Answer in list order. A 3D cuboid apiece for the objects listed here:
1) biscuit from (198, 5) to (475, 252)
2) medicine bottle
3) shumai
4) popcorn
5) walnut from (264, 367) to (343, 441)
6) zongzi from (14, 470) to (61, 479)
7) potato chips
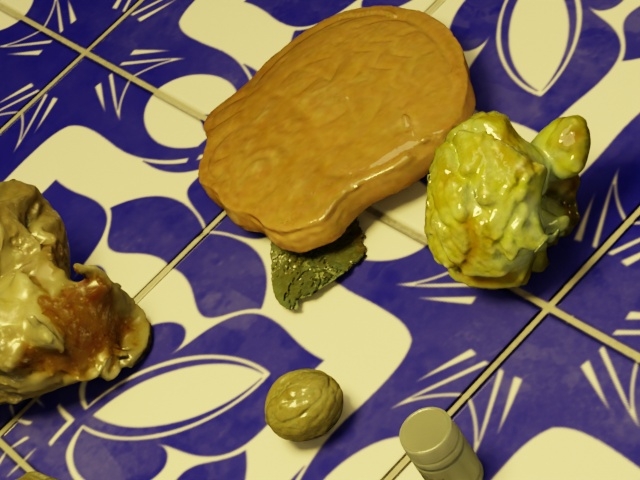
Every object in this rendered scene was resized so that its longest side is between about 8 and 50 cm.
[{"bbox_3d":[0.013,-0.158,2.140,0.365,0.062,0.385,-37,36,-5],"label":"biscuit"},{"bbox_3d":[0.122,0.214,1.715,0.058,0.091,0.058,-17,43,17],"label":"medicine bottle"},{"bbox_3d":[-0.352,0.118,2.077,0.262,0.267,0.314,31,99,15],"label":"shumai"},{"bbox_3d":[0.205,-0.051,1.853,0.212,0.198,0.198,-28,41,-5],"label":"popcorn"},{"bbox_3d":[-0.018,0.177,1.850,0.092,0.092,0.092,-18,43,17],"label":"walnut"},{"bbox_3d":[-0.272,0.361,1.802,0.242,0.112,0.221,9,48,36],"label":"zongzi"},{"bbox_3d":[0.000,0.000,2.053,0.142,0.026,0.209,13,59,37],"label":"potato chips"}]
